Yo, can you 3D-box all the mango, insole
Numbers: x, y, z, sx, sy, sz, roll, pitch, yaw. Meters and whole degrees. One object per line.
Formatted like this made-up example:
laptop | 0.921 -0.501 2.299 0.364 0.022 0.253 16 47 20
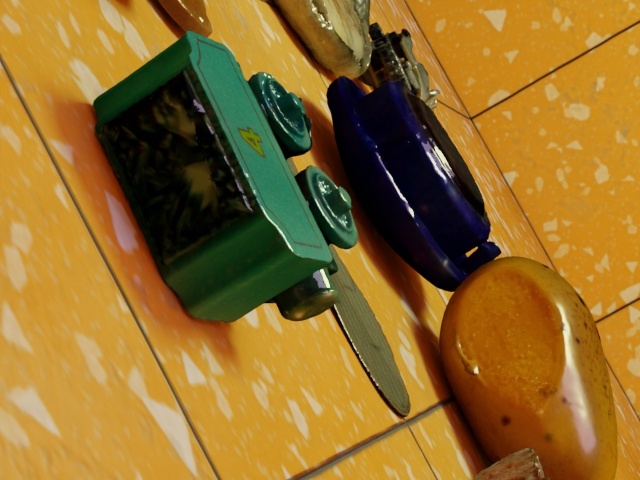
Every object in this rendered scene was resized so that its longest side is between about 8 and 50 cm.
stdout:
mango | 0.219 0.155 1.604 0.191 0.160 0.290 61 11 -49
insole | 0.000 0.000 1.405 0.348 0.009 0.119 65 13 21

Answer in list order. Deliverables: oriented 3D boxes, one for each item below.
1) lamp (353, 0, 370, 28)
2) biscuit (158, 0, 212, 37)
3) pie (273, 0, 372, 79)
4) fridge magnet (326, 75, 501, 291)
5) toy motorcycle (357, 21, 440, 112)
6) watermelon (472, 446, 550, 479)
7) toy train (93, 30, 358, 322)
lamp | 0.012 -0.384 2.172 0.101 0.101 0.250 5 65 -76
biscuit | -0.138 -0.238 1.365 0.118 0.023 0.140 49 17 -42
pie | -0.033 -0.346 1.955 0.337 0.075 0.337 55 18 -27
fridge magnet | 0.095 -0.066 1.706 0.265 0.113 0.265 55 11 -16
toy motorcycle | 0.101 -0.222 2.173 0.130 0.094 0.229 60 5 -18
watermelon | 0.182 0.266 1.384 0.241 0.094 0.154 -98 163 -67
toy train | -0.060 -0.039 1.030 0.198 0.107 0.154 64 20 16
